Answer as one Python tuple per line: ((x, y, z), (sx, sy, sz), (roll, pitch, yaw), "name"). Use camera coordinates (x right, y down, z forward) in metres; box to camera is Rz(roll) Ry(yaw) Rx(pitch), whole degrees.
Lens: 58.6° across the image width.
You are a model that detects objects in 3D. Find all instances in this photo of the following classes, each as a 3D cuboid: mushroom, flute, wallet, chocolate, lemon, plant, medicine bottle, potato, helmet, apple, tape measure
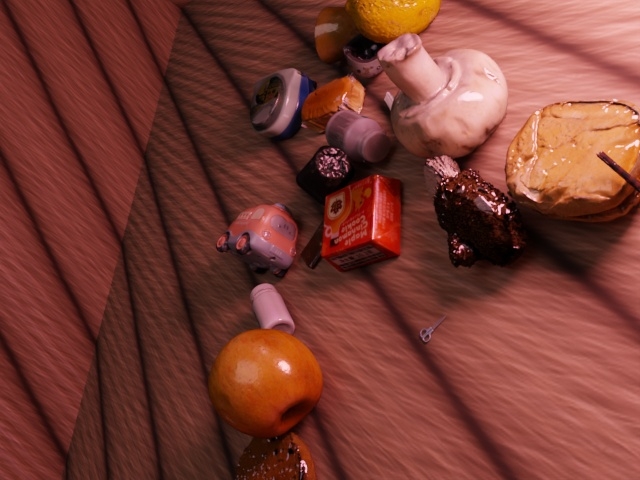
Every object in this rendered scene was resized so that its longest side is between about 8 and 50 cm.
((0.279, -0.369, 1.392), (0.314, 0.336, 0.314), (-26, 44, 28), "mushroom")
((0.582, -0.061, 0.982), (0.269, 0.014, 0.014), (46, 113, 12), "flute")
((0.000, 0.000, 1.801), (0.176, 0.026, 0.095), (-54, 40, 17), "wallet")
((0.113, -0.051, 1.622), (0.237, 0.108, 0.235), (-18, 59, 44), "chocolate")
((0.228, -0.732, 1.717), (0.310, 0.258, 0.258), (-18, 45, -5), "lemon")
((0.020, -0.205, 1.759), (0.164, 0.142, 0.256), (-52, 5, -9), "plant")
((-0.156, 0.227, 1.806), (0.103, 0.102, 0.187), (-53, 38, 17), "medicine bottle")
((0.087, -0.725, 1.994), (0.158, 0.178, 0.203), (9, 53, 38), "potato")
((0.116, -0.311, 1.733), (0.135, 0.135, 0.215), (-60, 37, 8), "medicine bottle")
((0.158, -0.594, 1.856), (0.153, 0.107, 0.177), (-6, 43, 14), "helmet")
((-0.143, 0.391, 1.551), (0.275, 0.299, 0.299), (31, 96, 39), "apple")
((-0.162, -0.521, 2.199), (0.259, 0.138, 0.262), (-4, 68, 52), "tape measure")

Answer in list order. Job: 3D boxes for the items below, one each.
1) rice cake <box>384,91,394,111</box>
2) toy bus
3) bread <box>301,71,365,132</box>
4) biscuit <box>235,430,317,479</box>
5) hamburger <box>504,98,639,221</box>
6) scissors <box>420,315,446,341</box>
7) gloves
((0.229, -0.390, 1.721), (0.029, 0.033, 0.171), (-43, 42, 27), "rice cake")
((-0.194, -0.016, 1.936), (0.287, 0.194, 0.232), (0, 59, 52), "toy bus")
((0.036, -0.464, 1.946), (0.241, 0.107, 0.136), (-12, 59, 48), "bread")
((-0.122, 0.654, 1.552), (0.296, 0.075, 0.296), (-27, 49, 35), "biscuit")
((0.515, -0.163, 1.142), (0.283, 0.144, 0.260), (24, 90, 44), "hamburger")
((0.271, 0.208, 1.363), (0.083, 0.006, 0.036), (-49, 42, 22), "scissors")
((0.336, -0.058, 1.292), (0.312, 0.135, 0.210), (-130, 37, -57), "gloves")
